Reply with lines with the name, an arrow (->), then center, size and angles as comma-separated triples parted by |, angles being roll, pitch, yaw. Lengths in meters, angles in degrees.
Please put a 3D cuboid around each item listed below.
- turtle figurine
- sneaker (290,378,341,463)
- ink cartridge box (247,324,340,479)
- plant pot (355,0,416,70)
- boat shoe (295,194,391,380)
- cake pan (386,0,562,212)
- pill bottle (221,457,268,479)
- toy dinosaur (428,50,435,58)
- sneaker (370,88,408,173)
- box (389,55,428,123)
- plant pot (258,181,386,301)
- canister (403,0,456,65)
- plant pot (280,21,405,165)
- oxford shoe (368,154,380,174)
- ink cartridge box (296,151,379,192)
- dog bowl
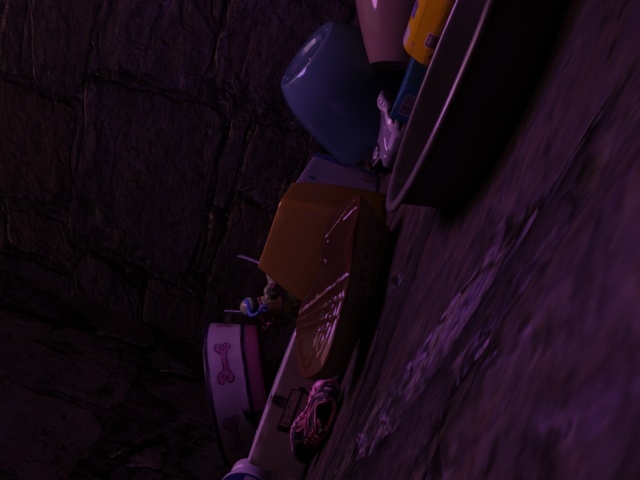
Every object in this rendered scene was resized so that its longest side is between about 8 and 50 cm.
turtle figurine -> -0.126, 0.155, 1.859 | 0.275, 0.266, 0.197 | -164, 79, -66
sneaker -> -0.006, 0.239, 0.796 | 0.057, 0.047, 0.119 | -120, 49, -75
ink cartridge box -> -0.031, 0.231, 0.936 | 0.148, 0.086, 0.203 | -72, 2, -86
plant pot -> 0.172, -0.493, 1.253 | 0.256, 0.257, 0.273 | -74, -11, -83
boat shoe -> 0.043, 0.063, 0.824 | 0.105, 0.089, 0.285 | -30, 33, 45
cake pan -> 0.135, -0.154, 0.553 | 0.293, 0.054, 0.293 | -159, 90, -89
pill bottle -> -0.167, 0.549, 1.295 | 0.186, 0.112, 0.112 | -71, 2, -72
toy dinosaur -> 0.150, -0.199, 0.778 | 0.092, 0.053, 0.183 | 108, -178, -65
sneaker -> 0.130, -0.198, 1.165 | 0.228, 0.086, 0.132 | -73, 1, -62
box -> 0.188, -0.319, 1.042 | 0.100, 0.060, 0.244 | 112, 178, -66
plant pot -> 0.000, 0.000, 1.177 | 0.212, 0.187, 0.212 | -73, 3, -70
canister -> 0.167, -0.304, 0.759 | 0.126, 0.073, 0.170 | -48, -6, -11
plant pot -> 0.052, -0.361, 1.439 | 0.293, 0.235, 0.293 | -44, 24, 25
oxford shoe -> 0.133, -0.233, 1.530 | 0.227, 0.096, 0.082 | -73, 5, -57
ink cartridge box -> 0.046, -0.132, 1.519 | 0.311, 0.186, 0.065 | -69, -2, -66
dog bowl -> -0.221, 0.424, 1.774 | 0.408, 0.151, 0.407 | 169, 90, -87
